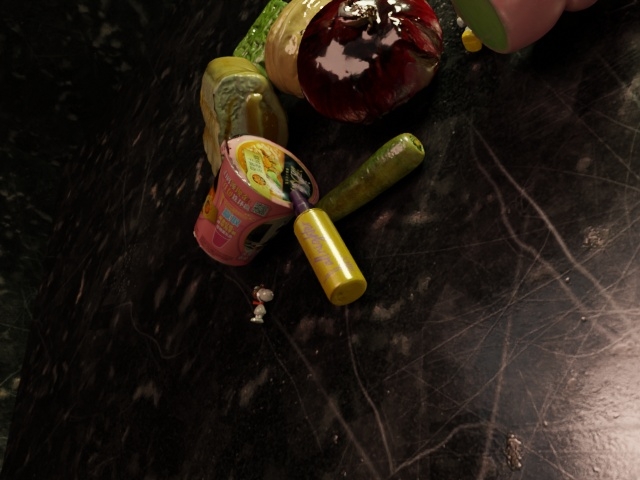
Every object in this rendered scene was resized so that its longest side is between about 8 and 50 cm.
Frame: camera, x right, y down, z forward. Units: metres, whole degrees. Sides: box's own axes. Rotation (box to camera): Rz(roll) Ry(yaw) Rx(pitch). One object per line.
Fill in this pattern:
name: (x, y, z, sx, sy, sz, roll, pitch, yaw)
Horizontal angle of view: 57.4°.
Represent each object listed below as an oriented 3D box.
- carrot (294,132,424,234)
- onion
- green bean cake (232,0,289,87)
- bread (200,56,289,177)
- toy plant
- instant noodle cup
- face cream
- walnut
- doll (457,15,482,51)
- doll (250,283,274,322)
carrot: (0.062, -0.096, 1.184, 0.358, 0.074, 0.074, -35, 44, 36)
onion: (0.085, -0.382, 1.178, 0.313, 0.232, 0.314, -11, 66, 26)
green bean cake: (-0.142, -0.562, 1.694, 0.248, 0.124, 0.222, -54, 36, 13)
bread: (-0.206, -0.326, 1.551, 0.341, 0.210, 0.301, -129, 38, -58)
toy plant: (0.365, -0.482, 0.921, 0.356, 0.210, 0.317, -44, 44, 12)
instant noodle cup: (-0.167, -0.077, 1.351, 0.255, 0.243, 0.244, -50, 36, 32)
face cream: (0.000, 0.000, 1.147, 0.078, 0.078, 0.273, -46, 50, 23)
walnut: (-0.020, -0.468, 1.401, 0.225, 0.224, 0.261, 27, 88, 55)
doll: (0.334, -0.505, 1.071, 0.145, 0.103, 0.317, 2, 76, 58)
doll: (-0.135, 0.142, 1.312, 0.058, 0.040, 0.085, 17, 81, 44)
